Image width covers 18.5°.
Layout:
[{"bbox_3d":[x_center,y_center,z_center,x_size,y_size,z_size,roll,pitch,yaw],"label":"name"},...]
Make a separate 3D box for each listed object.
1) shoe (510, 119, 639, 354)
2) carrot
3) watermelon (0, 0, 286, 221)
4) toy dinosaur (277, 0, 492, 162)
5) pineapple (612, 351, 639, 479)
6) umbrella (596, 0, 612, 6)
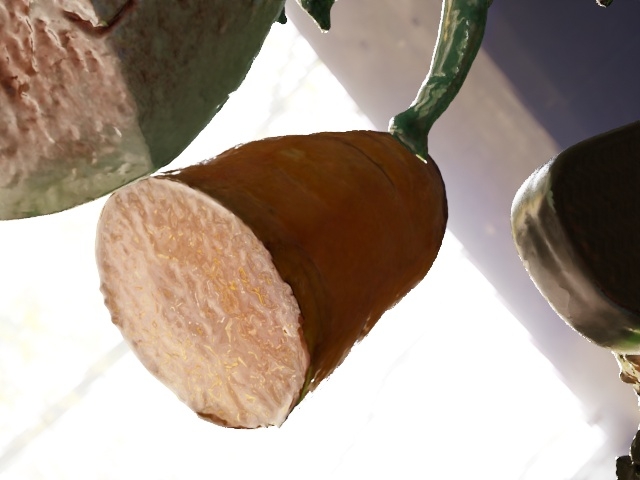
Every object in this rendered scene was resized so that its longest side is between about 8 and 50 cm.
[{"bbox_3d":[0.159,-0.002,0.813,0.093,0.241,0.108,-46,-114,45],"label":"shoe"},{"bbox_3d":[0.000,0.000,1.132,0.159,0.225,0.159,22,-55,35],"label":"carrot"},{"bbox_3d":[-0.085,-0.060,0.687,0.094,0.081,0.180,36,-68,-25],"label":"watermelon"},{"bbox_3d":[0.098,-0.239,1.076,0.129,0.331,0.383,38,14,-43],"label":"toy dinosaur"},{"bbox_3d":[0.194,0.080,0.951,0.128,0.128,0.248,9,-73,48],"label":"pineapple"},{"bbox_3d":[0.128,-0.200,0.797,0.044,0.269,0.044,-27,-50,36],"label":"umbrella"}]
